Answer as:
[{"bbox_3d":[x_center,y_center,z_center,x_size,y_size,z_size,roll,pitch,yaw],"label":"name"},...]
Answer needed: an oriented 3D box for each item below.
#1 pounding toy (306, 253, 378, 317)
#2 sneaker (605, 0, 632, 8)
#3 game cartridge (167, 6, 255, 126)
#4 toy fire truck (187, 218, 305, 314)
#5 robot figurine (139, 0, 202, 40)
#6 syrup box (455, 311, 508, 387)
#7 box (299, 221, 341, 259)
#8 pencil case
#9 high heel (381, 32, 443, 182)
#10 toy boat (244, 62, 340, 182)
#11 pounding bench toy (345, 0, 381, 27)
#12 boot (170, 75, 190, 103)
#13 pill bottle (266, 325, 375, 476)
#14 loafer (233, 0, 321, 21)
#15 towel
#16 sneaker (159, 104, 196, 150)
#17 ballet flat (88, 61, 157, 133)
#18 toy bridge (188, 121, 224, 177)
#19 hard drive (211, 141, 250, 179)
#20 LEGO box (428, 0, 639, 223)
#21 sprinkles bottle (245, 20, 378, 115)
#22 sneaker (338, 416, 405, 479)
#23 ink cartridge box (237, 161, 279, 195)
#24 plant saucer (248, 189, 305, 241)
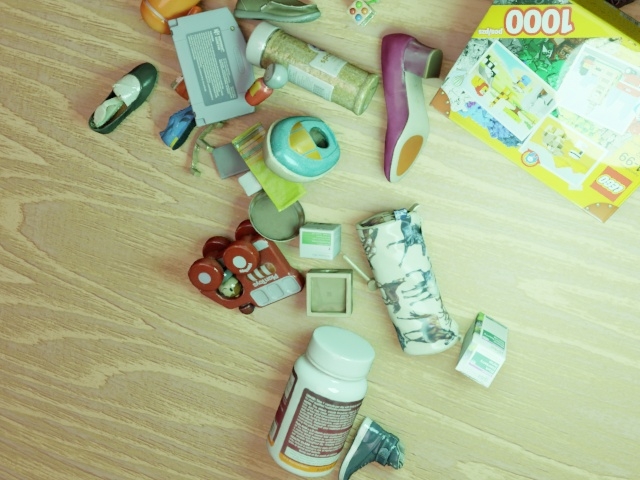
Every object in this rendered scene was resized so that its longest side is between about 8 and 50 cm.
[{"bbox_3d":[0.067,0.123,1.873,0.206,0.094,0.181,1,97,7],"label":"pounding toy"},{"bbox_3d":[0.661,-0.572,1.502,0.281,0.162,0.106,-26,93,20],"label":"sneaker"},{"bbox_3d":[-0.291,-0.487,1.826,0.198,0.062,0.297,-16,102,-10],"label":"game cartridge"},{"bbox_3d":[-0.229,0.103,1.928,0.302,0.169,0.254,-25,112,21],"label":"toy fire truck"},{"bbox_3d":[-0.420,-0.675,1.827,0.158,0.128,0.219,27,116,-38],"label":"robot figurine"},{"bbox_3d":[0.429,0.282,1.714,0.093,0.237,0.096,29,108,10],"label":"syrup box"},{"bbox_3d":[0.000,0.000,1.856,0.101,0.102,0.087,5,105,14],"label":"box"},{"bbox_3d":[0.247,0.111,1.773,0.183,0.160,0.410,-20,95,9],"label":"pencil case"},{"bbox_3d":[0.202,-0.352,1.742,0.181,0.127,0.377,34,116,38],"label":"high heel"},{"bbox_3d":[-0.076,-0.306,1.725,0.148,0.267,0.318,-32,91,40],"label":"toy boat"},{"bbox_3d":[0.117,-0.611,1.710,0.083,0.065,0.052,-43,87,20],"label":"pounding bench toy"},{"bbox_3d":[-0.354,-0.469,1.892,0.158,0.059,0.085,-37,97,24],"label":"boot"},{"bbox_3d":[0.004,0.462,1.889,0.224,0.224,0.392,24,108,11],"label":"pill bottle"},{"bbox_3d":[-0.119,-0.638,1.760,0.251,0.094,0.087,9,108,15],"label":"loafer"},{"bbox_3d":[-0.141,-0.200,1.781,0.102,0.021,0.237,-34,90,20],"label":"towel"},{"bbox_3d":[-0.400,-0.364,1.918,0.082,0.069,0.209,48,110,7],"label":"sneaker"},{"bbox_3d":[-0.596,-0.418,1.950,0.095,0.096,0.280,47,110,3],"label":"ballet flat"},{"bbox_3d":[-0.344,-0.283,1.929,0.063,0.026,0.188,42,112,34],"label":"toy bridge"},{"bbox_3d":[-0.245,-0.244,1.920,0.135,0.022,0.094,-16,96,19],"label":"hard drive"},{"bbox_3d":[0.571,-0.346,1.507,0.500,0.193,0.372,36,129,7],"label":"LEGO box"},{"bbox_3d":[-0.024,-0.463,1.755,0.355,0.121,0.121,28,108,9],"label":"sprinkles bottle"},{"bbox_3d":[0.158,0.665,1.958,0.163,0.086,0.226,28,107,12],"label":"sneaker"},{"bbox_3d":[-0.145,-0.192,1.854,0.150,0.109,0.063,-29,93,20],"label":"ink cartridge box"},{"bbox_3d":[-0.126,-0.069,1.869,0.168,0.168,0.029,44,148,4],"label":"plant saucer"}]
